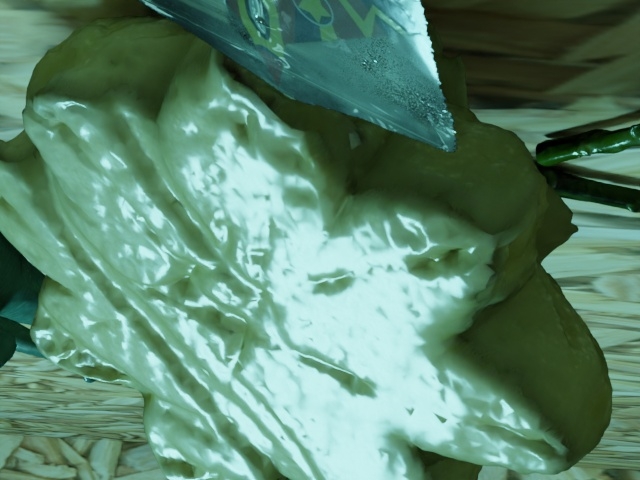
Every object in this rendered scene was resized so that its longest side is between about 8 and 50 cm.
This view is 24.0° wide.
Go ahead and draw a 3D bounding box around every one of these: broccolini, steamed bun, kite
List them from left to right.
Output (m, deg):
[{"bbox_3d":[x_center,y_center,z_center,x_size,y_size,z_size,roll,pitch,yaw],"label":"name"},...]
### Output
[{"bbox_3d":[-0.032,-0.107,0.389,0.141,0.015,0.245,25,160,21],"label":"kite"},{"bbox_3d":[0.000,0.000,0.663,0.292,0.137,0.295,18,136,25],"label":"steamed bun"},{"bbox_3d":[0.152,-0.044,0.704,0.030,0.035,0.140,19,163,-33],"label":"broccolini"}]

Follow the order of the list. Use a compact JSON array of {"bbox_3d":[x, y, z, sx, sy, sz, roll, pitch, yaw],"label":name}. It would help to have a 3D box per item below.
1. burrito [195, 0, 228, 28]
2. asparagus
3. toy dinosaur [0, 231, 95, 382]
[{"bbox_3d":[0.014,-0.116,0.407,0.063,0.058,0.229,15,163,-15],"label":"burrito"},{"bbox_3d":[0.195,-0.017,0.832,0.233,0.022,0.023,11,122,-15],"label":"asparagus"},{"bbox_3d":[-0.304,-0.006,0.980,0.331,0.129,0.383,12,172,22],"label":"toy dinosaur"}]
